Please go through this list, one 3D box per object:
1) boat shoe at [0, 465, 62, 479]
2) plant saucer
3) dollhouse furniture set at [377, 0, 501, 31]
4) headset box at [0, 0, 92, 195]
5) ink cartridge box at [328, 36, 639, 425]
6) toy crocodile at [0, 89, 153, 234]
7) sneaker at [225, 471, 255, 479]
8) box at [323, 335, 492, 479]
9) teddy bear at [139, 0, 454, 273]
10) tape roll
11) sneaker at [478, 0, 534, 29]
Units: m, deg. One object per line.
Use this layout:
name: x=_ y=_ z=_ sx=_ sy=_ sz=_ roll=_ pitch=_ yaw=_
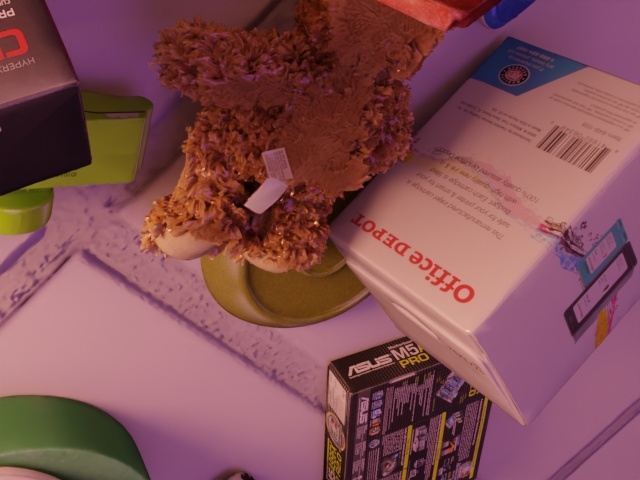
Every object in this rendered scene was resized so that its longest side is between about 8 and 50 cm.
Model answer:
boat shoe: x=-0.247 y=0.272 z=0.761 sx=0.277 sy=0.096 sz=0.098 roll=17 pitch=113 yaw=-39
plant saucer: x=0.000 y=0.000 z=0.856 sx=0.241 sy=0.037 sz=0.241 roll=-17 pitch=130 yaw=-21
dollhouse furniture set: x=0.112 y=-0.286 z=0.524 sx=0.374 sy=0.152 sz=0.201 roll=-43 pitch=159 yaw=-51
headset box: x=-0.259 y=-0.121 z=0.426 sx=0.218 sy=0.293 sz=0.110 roll=-21 pitch=169 yaw=-16
ink cartridge box: x=0.187 y=-0.010 z=0.817 sx=0.270 sy=0.198 sz=0.197 roll=-46 pitch=137 yaw=-8
toy crocodile: x=-0.282 y=-0.067 z=0.595 sx=0.341 sy=0.105 sz=0.115 roll=-11 pitch=134 yaw=-30
sneaker: x=-0.089 y=0.347 z=1.059 sx=0.071 sy=0.068 sz=0.170 roll=-25 pitch=126 yaw=7
box: x=0.112 y=0.236 z=1.089 sx=0.216 sy=0.060 sz=0.270 roll=-16 pitch=130 yaw=-22
teddy bear: x=-0.021 y=-0.103 z=0.680 sx=0.245 sy=0.113 sz=0.338 roll=-1 pitch=132 yaw=-20
tape roll: x=-0.324 y=0.300 z=0.856 sx=0.321 sy=0.077 sz=0.321 roll=-17 pitch=131 yaw=-20
sneaker: x=0.205 y=-0.247 z=0.762 sx=0.058 sy=0.084 sz=0.152 roll=23 pitch=109 yaw=-41
